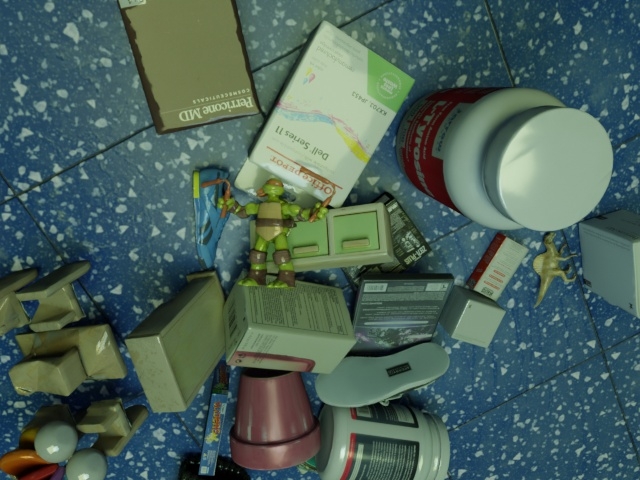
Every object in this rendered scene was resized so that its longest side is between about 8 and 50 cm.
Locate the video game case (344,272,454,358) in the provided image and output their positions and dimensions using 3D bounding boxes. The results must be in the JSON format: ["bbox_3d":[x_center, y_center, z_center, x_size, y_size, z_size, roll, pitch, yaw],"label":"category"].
[{"bbox_3d":[0.165,0.177,1.103,0.196,0.026,0.274,0,131,-9],"label":"video game case"}]

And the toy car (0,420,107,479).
[{"bbox_3d":[-0.498,0.434,0.908,0.159,0.136,0.182,-39,98,23],"label":"toy car"}]

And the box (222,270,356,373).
[{"bbox_3d":[-0.068,0.170,1.016,0.232,0.148,0.127,13,129,-25],"label":"box"}]

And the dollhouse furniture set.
[{"bbox_3d":[-0.413,0.208,1.016,0.394,0.256,0.362,-8,108,16],"label":"dollhouse furniture set"}]

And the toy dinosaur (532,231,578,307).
[{"bbox_3d":[0.549,0.069,1.180,0.092,0.053,0.183,6,99,6],"label":"toy dinosaur"}]

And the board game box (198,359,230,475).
[{"bbox_3d":[-0.233,0.388,1.103,0.035,0.136,0.201,9,106,-11],"label":"board game box"}]

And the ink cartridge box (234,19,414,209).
[{"bbox_3d":[-0.005,-0.203,0.966,0.207,0.119,0.353,27,102,-16],"label":"ink cartridge box"}]

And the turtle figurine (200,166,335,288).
[{"bbox_3d":[-0.102,-0.024,0.924,0.269,0.087,0.217,4,88,16],"label":"turtle figurine"}]

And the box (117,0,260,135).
[{"bbox_3d":[-0.239,-0.392,0.866,0.191,0.143,0.381,-14,110,-5],"label":"box"}]

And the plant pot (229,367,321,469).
[{"bbox_3d":[-0.105,0.371,1.100,0.201,0.201,0.180,-5,92,-7],"label":"plant pot"}]

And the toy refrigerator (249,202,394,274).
[{"bbox_3d":[0.000,0.000,0.978,0.269,0.094,0.102,-6,77,16],"label":"toy refrigerator"}]

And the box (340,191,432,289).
[{"bbox_3d":[0.120,0.010,1.072,0.180,0.077,0.147,-38,109,5],"label":"box"}]

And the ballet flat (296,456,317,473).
[{"bbox_3d":[-0.004,0.545,1.225,0.221,0.077,0.079,25,123,-15],"label":"ballet flat"}]

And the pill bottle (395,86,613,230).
[{"bbox_3d":[0.294,-0.151,0.876,0.229,0.408,0.229,-2,107,-8],"label":"pill bottle"}]

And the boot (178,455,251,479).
[{"bbox_3d":[-0.352,0.633,1.158,0.348,0.131,0.260,8,113,-22],"label":"boot"}]

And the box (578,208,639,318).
[{"bbox_3d":[0.693,0.046,1.116,0.119,0.181,0.182,-17,109,-4],"label":"box"}]

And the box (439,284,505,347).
[{"bbox_3d":[0.347,0.175,1.152,0.101,0.087,0.102,18,103,-13],"label":"box"}]

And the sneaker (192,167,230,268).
[{"bbox_3d":[-0.214,-0.041,1.011,0.082,0.069,0.209,-1,107,-12],"label":"sneaker"}]

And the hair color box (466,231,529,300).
[{"bbox_3d":[0.407,0.061,1.150,0.072,0.043,0.141,27,100,-15],"label":"hair color box"}]

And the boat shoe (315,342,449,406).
[{"bbox_3d":[0.138,0.312,1.130,0.306,0.113,0.105,-16,145,-13],"label":"boat shoe"}]

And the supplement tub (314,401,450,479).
[{"bbox_3d":[0.137,0.472,1.155,0.272,0.191,0.191,12,104,-12],"label":"supplement tub"}]
